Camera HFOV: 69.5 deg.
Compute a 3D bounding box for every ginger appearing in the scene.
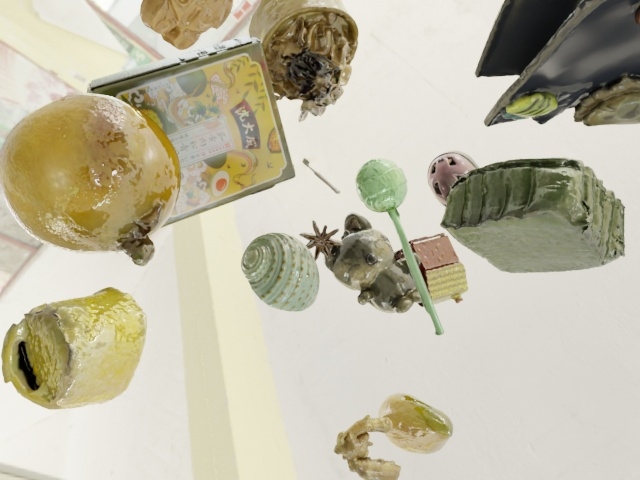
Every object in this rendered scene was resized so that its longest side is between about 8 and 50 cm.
[{"bbox_3d":[0.103,0.465,0.990,0.052,0.176,0.193,-164,-88,-77],"label":"ginger"}]

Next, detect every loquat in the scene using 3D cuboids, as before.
[{"bbox_3d":[-0.430,-0.104,0.916,0.328,0.328,0.359,-38,-98,21],"label":"loquat"}]

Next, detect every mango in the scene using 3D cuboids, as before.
[{"bbox_3d":[0.244,0.474,1.194,0.119,0.176,0.317,-42,173,-24],"label":"mango"}]

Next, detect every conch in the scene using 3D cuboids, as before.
[{"bbox_3d":[-0.074,0.056,1.024,0.172,0.200,0.131,51,-51,46],"label":"conch"}]

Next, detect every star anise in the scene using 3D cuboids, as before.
[{"bbox_3d":[-0.001,0.001,1.435,0.141,0.141,0.042,-43,-170,15],"label":"star anise"}]

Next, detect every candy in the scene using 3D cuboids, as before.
[{"bbox_3d":[0.201,0.014,1.074,0.119,0.119,0.439,-23,-91,33],"label":"candy"}]

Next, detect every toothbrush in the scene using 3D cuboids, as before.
[{"bbox_3d":[-0.001,-0.196,1.397,0.194,0.014,0.017,49,-54,35],"label":"toothbrush"}]

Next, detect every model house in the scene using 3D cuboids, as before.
[{"bbox_3d":[0.399,0.120,1.650,0.254,0.196,0.160,64,-34,23],"label":"model house"}]

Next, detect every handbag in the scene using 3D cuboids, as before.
[{"bbox_3d":[0.330,-0.206,0.423,0.303,0.329,0.121,-7,-99,3],"label":"handbag"}]

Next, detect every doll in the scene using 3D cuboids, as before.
[{"bbox_3d":[0.154,0.118,1.610,0.252,0.382,0.378,-38,171,-28],"label":"doll"}]

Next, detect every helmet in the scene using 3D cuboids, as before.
[{"bbox_3d":[0.503,-0.208,1.725,0.198,0.253,0.154,-19,-169,34],"label":"helmet"}]

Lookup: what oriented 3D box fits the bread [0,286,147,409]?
[{"bbox_3d":[-0.393,0.174,0.761,0.197,0.170,0.197,-3,-98,23],"label":"bread"}]

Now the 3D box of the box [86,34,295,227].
[{"bbox_3d":[-0.308,-0.275,1.185,0.420,0.373,0.138,-22,-147,-13],"label":"box"}]

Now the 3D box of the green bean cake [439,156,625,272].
[{"bbox_3d":[0.331,-0.034,0.720,0.223,0.227,0.124,-7,-114,53],"label":"green bean cake"}]

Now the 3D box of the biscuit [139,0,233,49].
[{"bbox_3d":[-0.143,-0.403,0.646,0.044,0.202,0.288,34,-90,11],"label":"biscuit"}]

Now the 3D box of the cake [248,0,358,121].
[{"bbox_3d":[-0.027,-0.530,1.351,0.332,0.332,0.321,-32,-116,25],"label":"cake"}]
